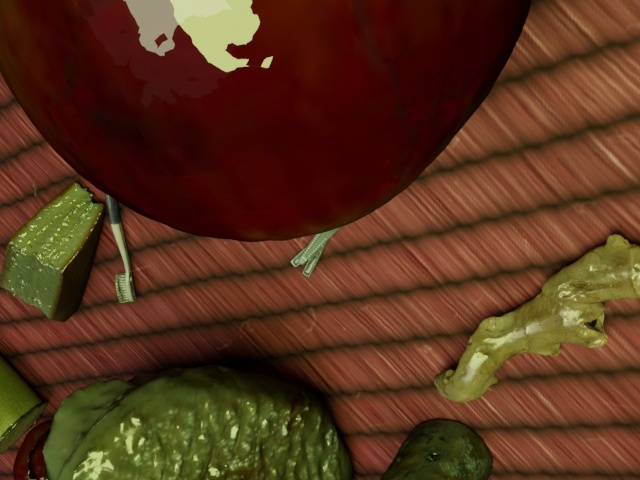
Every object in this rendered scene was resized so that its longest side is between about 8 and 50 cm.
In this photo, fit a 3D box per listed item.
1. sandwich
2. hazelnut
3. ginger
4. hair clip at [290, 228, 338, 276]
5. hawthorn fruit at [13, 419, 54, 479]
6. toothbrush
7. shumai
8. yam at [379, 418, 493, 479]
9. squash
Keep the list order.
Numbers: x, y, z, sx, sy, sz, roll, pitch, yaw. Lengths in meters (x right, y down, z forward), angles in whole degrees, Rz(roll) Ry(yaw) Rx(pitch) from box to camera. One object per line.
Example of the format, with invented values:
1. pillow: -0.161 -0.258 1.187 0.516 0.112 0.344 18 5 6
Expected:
1. sandwich: -0.386 0.036 0.979 0.094 0.096 0.258 34 127 5
2. hazelnut: -0.045 -0.203 0.489 0.402 0.429 0.402 -3 108 -9
3. ginger: 0.220 0.092 0.681 0.089 0.075 0.288 44 122 -1
4. hair clip: -0.001 -0.001 0.777 0.030 0.039 0.115 44 128 12
5. hawthorn fruit: -0.431 0.373 1.112 0.148 0.172 0.148 -1 101 -4
6. toothbrush: -0.282 -0.045 0.921 0.024 0.026 0.288 -136 40 -60
7. shumai: -0.186 0.300 0.875 0.323 0.397 0.324 9 74 50
8. yam: 0.110 0.293 0.755 0.107 0.194 0.107 14 119 27
9. squash: -0.602 0.246 1.169 0.247 0.132 0.132 43 126 5
